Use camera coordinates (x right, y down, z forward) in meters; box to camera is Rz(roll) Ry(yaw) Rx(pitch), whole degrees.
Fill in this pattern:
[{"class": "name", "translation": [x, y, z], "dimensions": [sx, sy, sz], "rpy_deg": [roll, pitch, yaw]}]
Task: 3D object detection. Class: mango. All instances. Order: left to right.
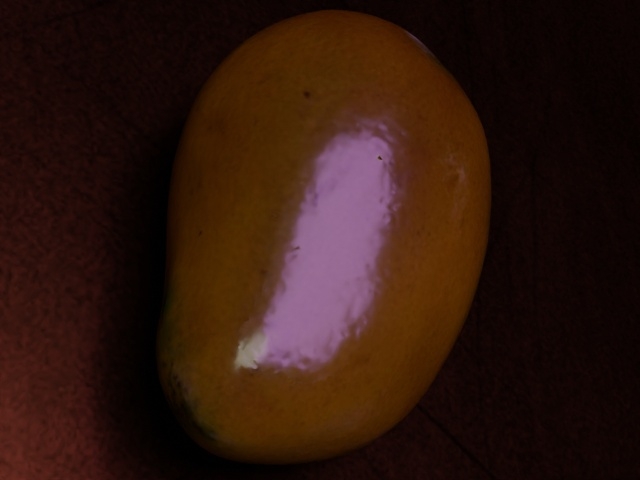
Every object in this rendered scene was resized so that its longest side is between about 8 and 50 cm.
[{"class": "mango", "translation": [0.000, 0.000, 0.926], "dimensions": [0.211, 0.173, 0.317], "rpy_deg": [28, 59, -20]}]
